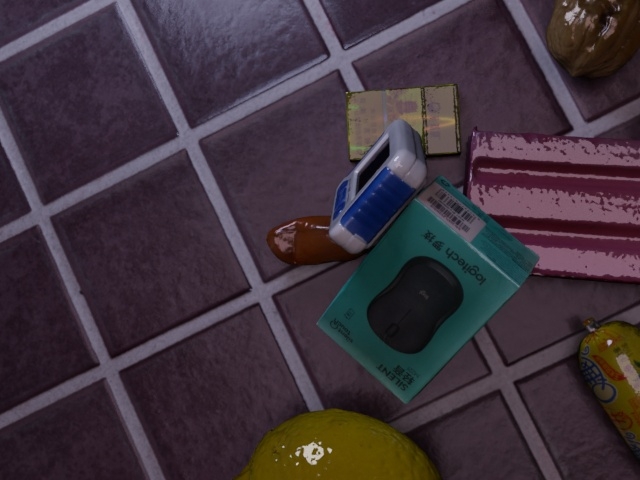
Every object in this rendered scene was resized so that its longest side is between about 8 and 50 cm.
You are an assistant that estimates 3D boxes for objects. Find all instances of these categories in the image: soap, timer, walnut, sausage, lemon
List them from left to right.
[{"bbox_3d":[0.000,0.000,1.318,0.179,0.089,0.089,-1,86,10],"label":"sausage"},{"bbox_3d":[0.034,0.415,1.171,0.336,0.336,0.336,-1,86,7],"label":"lemon"},{"bbox_3d":[0.095,-0.085,1.210,0.078,0.253,0.178,38,110,-9],"label":"timer"},{"bbox_3d":[0.411,-0.051,1.244,0.359,0.128,0.233,5,88,8],"label":"soap"},{"bbox_3d":[0.448,-0.349,1.255,0.155,0.155,0.184,25,84,8],"label":"walnut"},{"bbox_3d":[0.520,0.269,1.209,0.123,0.123,0.347,-34,83,3],"label":"sausage"}]

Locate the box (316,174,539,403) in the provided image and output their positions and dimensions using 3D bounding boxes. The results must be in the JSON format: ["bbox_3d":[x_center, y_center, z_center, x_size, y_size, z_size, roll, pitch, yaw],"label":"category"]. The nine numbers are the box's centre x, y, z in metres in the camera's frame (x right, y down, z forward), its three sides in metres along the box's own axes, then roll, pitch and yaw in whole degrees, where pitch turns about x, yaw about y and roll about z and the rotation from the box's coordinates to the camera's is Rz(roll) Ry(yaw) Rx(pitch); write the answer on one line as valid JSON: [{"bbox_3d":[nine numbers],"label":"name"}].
[{"bbox_3d":[0.158,0.082,1.198,0.205,0.118,0.311,43,126,9],"label":"box"}]

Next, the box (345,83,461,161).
[{"bbox_3d":[0.143,-0.202,1.337,0.193,0.030,0.121,-3,86,8],"label":"box"}]
